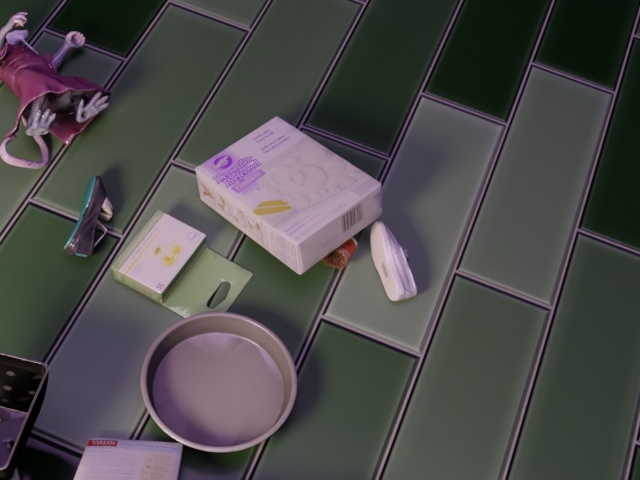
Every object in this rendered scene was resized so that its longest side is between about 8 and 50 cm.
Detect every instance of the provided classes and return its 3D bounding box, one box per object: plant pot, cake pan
[{"bbox_3d":[-0.563,0.299,1.587,0.188,0.167,0.187,15,56,0],"label":"plant pot"},{"bbox_3d":[-0.191,0.272,1.816,0.293,0.054,0.293,5,53,-7],"label":"cake pan"}]

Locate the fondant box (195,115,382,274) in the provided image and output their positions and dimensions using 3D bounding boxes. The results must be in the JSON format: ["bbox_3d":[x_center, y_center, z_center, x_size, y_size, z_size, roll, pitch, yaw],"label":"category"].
[{"bbox_3d":[-0.068,-0.103,2.012,0.238,0.096,0.330,-36,52,-26],"label":"fondant box"}]

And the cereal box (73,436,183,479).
[{"bbox_3d":[-0.330,0.414,1.641,0.173,0.047,0.240,5,15,-4],"label":"cereal box"}]

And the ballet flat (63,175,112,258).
[{"bbox_3d":[-0.472,-0.044,1.991,0.074,0.074,0.203,10,51,-1],"label":"ballet flat"}]

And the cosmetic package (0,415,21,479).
[{"bbox_3d":[-0.702,0.451,1.624,0.377,0.097,0.284,-17,59,-18],"label":"cosmetic package"}]

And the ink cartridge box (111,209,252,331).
[{"bbox_3d":[-0.278,0.060,1.953,0.235,0.056,0.171,27,58,12],"label":"ink cartridge box"}]

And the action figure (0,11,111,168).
[{"bbox_3d":[-0.636,-0.350,2.131,0.370,0.248,0.275,39,103,31],"label":"action figure"}]

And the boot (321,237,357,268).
[{"bbox_3d":[0.000,0.000,2.032,0.158,0.059,0.084,24,40,12],"label":"boot"}]

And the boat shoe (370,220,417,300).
[{"bbox_3d":[0.157,0.040,2.017,0.063,0.066,0.184,-3,55,-26],"label":"boat shoe"}]
